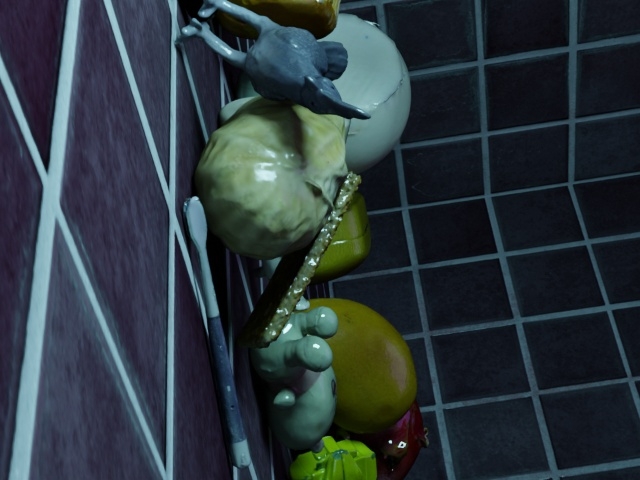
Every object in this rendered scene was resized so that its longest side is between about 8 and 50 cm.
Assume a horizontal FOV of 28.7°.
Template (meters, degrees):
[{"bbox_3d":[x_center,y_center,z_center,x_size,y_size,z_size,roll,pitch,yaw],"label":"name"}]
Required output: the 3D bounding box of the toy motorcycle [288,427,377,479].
[{"bbox_3d":[0.035,0.466,1.892,0.206,0.142,0.342,6,-71,53],"label":"toy motorcycle"}]

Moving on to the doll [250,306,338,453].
[{"bbox_3d":[-0.034,0.188,1.673,0.275,0.113,0.154,90,4,-52],"label":"doll"}]

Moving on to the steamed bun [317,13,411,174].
[{"bbox_3d":[0.011,-0.238,2.272,0.309,0.310,0.309,-8,90,-88],"label":"steamed bun"}]

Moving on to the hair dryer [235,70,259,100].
[{"bbox_3d":[-0.101,-0.166,2.019,0.237,0.076,0.206,-156,-115,-84],"label":"hair dryer"}]

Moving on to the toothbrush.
[{"bbox_3d":[-0.105,0.095,1.254,0.026,0.024,0.288,-142,-139,-73],"label":"toothbrush"}]

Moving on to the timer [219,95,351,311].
[{"bbox_3d":[-0.053,-0.050,1.705,0.175,0.175,0.265,-92,-175,-68],"label":"timer"}]

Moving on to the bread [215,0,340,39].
[{"bbox_3d":[-0.076,-0.365,1.779,0.288,0.204,0.156,16,83,-84],"label":"bread"}]

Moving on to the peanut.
[{"bbox_3d":[-0.057,-0.084,1.415,0.174,0.158,0.340,-64,-171,12],"label":"peanut"}]

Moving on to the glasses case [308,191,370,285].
[{"bbox_3d":[0.000,0.000,2.214,0.371,0.173,0.141,-53,134,-83],"label":"glasses case"}]

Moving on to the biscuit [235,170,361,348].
[{"bbox_3d":[-0.025,0.027,1.455,0.230,0.025,0.131,-62,-168,-13],"label":"biscuit"}]

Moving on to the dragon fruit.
[{"bbox_3d":[0.060,0.303,2.074,0.250,0.250,0.314,71,13,-76],"label":"dragon fruit"}]

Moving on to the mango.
[{"bbox_3d":[0.039,0.179,1.891,0.254,0.139,0.175,44,58,-19],"label":"mango"}]

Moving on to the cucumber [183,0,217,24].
[{"bbox_3d":[-0.146,-0.306,1.421,0.181,0.053,0.053,83,0,-63],"label":"cucumber"}]

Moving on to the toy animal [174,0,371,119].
[{"bbox_3d":[-0.052,-0.206,1.378,0.081,0.206,0.367,-63,-171,13],"label":"toy animal"}]
